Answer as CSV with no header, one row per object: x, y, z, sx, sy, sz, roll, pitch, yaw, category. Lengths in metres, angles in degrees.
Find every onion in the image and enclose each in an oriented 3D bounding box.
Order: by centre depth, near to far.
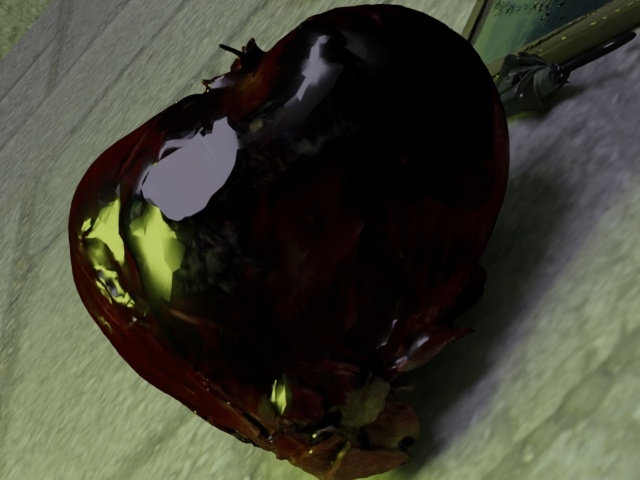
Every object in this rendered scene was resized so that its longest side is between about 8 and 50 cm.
-0.007,-0.015,0.893,0.280,0.221,0.281,-15,55,22,onion

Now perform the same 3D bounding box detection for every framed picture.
0.211,-0.248,1.082,0.247,0.022,0.335,-25,34,50,framed picture

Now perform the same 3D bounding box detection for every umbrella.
0.105,-0.089,1.016,0.044,0.044,0.269,-32,4,-38,umbrella
